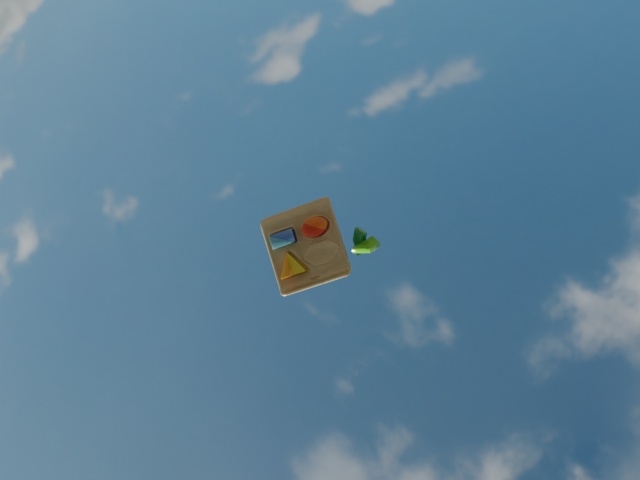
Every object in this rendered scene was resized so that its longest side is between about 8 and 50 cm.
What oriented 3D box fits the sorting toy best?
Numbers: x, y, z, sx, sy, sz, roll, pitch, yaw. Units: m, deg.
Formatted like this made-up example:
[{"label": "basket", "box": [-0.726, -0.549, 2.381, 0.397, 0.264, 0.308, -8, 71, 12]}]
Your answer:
[{"label": "sorting toy", "box": [0.000, 0.000, 0.559, 0.083, 0.012, 0.062, -19, -100, 15]}]
